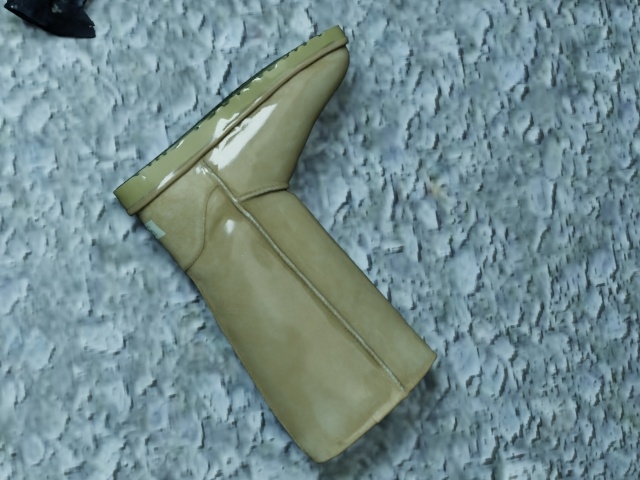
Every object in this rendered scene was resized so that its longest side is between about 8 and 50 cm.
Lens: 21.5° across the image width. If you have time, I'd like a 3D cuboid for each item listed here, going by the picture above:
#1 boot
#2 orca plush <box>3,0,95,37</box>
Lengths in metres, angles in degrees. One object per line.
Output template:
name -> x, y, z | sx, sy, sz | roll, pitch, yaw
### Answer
boot -> 0.000, 0.000, 1.338 | 0.236, 0.089, 0.269 | -40, 98, -7
orca plush -> -0.185, -0.307, 1.289 | 0.151, 0.102, 0.287 | 21, 77, -17
